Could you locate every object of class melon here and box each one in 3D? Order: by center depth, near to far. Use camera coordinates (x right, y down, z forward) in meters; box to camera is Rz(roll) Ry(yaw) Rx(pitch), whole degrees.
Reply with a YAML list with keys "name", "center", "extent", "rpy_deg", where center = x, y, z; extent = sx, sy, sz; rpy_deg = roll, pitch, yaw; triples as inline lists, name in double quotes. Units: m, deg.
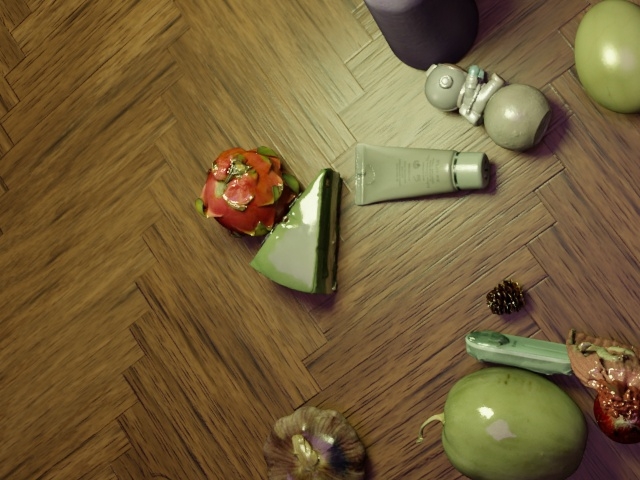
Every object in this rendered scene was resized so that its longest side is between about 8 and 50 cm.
- name: "melon"
  center: [0.390, 0.387, 1.819]
  extent: [0.307, 0.272, 0.272]
  rpy_deg: [13, 94, -13]

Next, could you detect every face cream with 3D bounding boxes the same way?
- name: "face cream"
  center: [0.217, -0.152, 1.968]
  extent: [0.314, 0.089, 0.143]
  rpy_deg: [1, 91, 26]

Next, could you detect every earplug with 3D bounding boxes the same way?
- name: "earplug"
  center: [0.187, -0.501, 1.783]
  extent: [0.215, 0.456, 0.215]
  rpy_deg: [-1, 87, 17]

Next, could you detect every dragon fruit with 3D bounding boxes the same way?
- name: "dragon fruit"
  center: [-0.164, -0.111, 2.020]
  extent: [0.224, 0.227, 0.224]
  rpy_deg: [1, 96, 12]

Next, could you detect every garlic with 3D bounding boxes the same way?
- name: "garlic"
  center: [-0.016, 0.496, 1.996]
  extent: [0.244, 0.160, 0.245]
  rpy_deg: [0, 92, 9]

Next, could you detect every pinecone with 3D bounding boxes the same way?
- name: "pinecone"
  center: [0.400, 0.126, 1.907]
  extent: [0.083, 0.077, 0.077]
  rpy_deg: [-25, 80, -25]

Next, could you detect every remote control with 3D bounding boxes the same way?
- name: "remote control"
  center: [0.432, 0.239, 1.884]
  extent: [0.247, 0.104, 0.052]
  rpy_deg: [9, 104, 19]

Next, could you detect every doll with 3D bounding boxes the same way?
- name: "doll"
  center: [0.349, -0.297, 1.896]
  extent: [0.287, 0.151, 0.151]
  rpy_deg: [28, 98, 20]

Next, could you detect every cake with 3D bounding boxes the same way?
- name: "cake"
  center: [0.002, -0.006, 2.001]
  extent: [0.172, 0.158, 0.284]
  rpy_deg: [38, 98, 14]

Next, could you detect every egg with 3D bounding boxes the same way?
- name: "egg"
  center: [0.610, -0.372, 1.784]
  extent: [0.185, 0.186, 0.242]
  rpy_deg: [-24, 81, 16]

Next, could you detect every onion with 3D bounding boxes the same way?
- name: "onion"
  center: [0.628, 0.353, 1.813]
  extent: [0.131, 0.131, 0.131]
  rpy_deg: [0, 90, 18]

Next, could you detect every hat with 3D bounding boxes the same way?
- name: "hat"
  center: [0.595, 0.257, 1.736]
  extent: [0.236, 0.286, 0.107]
  rpy_deg: [14, 113, 18]
